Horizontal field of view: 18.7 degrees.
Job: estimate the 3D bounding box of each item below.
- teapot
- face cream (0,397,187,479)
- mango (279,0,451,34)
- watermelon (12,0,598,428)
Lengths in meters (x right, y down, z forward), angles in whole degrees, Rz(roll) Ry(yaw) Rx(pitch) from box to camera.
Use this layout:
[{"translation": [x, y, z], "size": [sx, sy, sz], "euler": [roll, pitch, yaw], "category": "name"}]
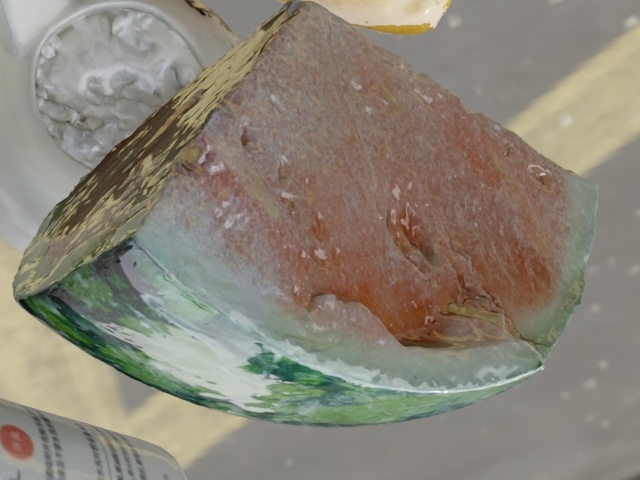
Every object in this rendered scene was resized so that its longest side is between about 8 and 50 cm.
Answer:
[{"translation": [-0.145, -0.089, 1.225], "size": [0.208, 0.300, 0.166], "euler": [-54, -166, -17], "category": "teapot"}, {"translation": [-0.250, 0.131, 1.010], "size": [0.370, 0.145, 0.145], "euler": [23, 134, -37], "category": "face cream"}, {"translation": [-0.054, -0.265, 1.247], "size": [0.144, 0.359, 0.187], "euler": [-47, 176, 33], "category": "mango"}, {"translation": [0.000, 0.000, 0.829], "size": [0.260, 0.256, 0.176], "euler": [31, 94, -28], "category": "watermelon"}]
